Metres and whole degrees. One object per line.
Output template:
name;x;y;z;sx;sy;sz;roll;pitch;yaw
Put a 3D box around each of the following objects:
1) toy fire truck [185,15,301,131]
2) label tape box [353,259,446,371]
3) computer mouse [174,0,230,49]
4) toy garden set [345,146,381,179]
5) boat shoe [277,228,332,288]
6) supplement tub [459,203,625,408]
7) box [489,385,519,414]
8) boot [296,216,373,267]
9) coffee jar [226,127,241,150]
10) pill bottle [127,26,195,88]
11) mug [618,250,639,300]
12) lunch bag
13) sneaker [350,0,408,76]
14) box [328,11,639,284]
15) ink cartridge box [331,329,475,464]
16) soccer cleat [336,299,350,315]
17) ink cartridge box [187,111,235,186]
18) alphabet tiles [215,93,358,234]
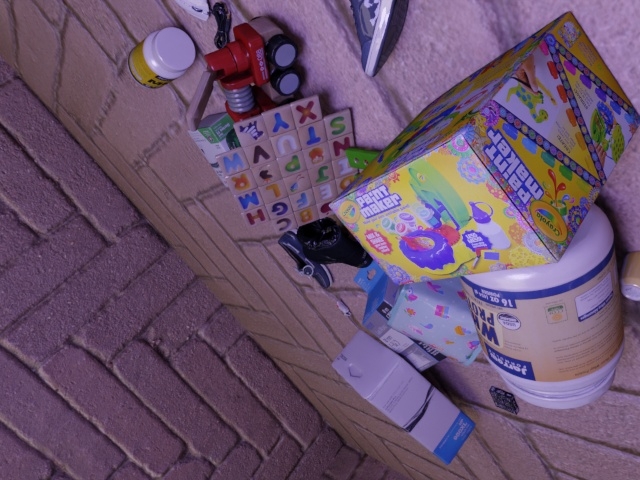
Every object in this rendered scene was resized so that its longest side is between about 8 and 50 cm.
toy fire truck;-0.161;-0.285;0.890;0.158;0.246;0.217;53;162;32
label tape box;0.219;0.211;1.295;0.333;0.106;0.241;39;153;10
computer mouse;-0.276;-0.516;0.987;0.193;0.042;0.106;42;155;4
toy garden set;0.175;-0.091;0.974;0.203;0.049;0.244;21;145;42
boat shoe;-0.049;0.074;1.506;0.095;0.079;0.254;6;135;52
supplement tub;0.367;0.103;0.754;0.228;0.228;0.316;10;134;49
box;0.537;0.468;1.321;0.067;0.018;0.083;10;138;50
boot;0.000;0.000;1.221;0.246;0.094;0.207;11;166;40
coffee jar;-0.163;-0.254;1.178;0.184;0.079;0.096;11;140;48
pill bottle;-0.411;-0.469;1.164;0.208;0.119;0.119;7;137;52
mug;0.497;0.054;0.704;0.062;0.064;0.078;10;138;50
lunch bag;0.280;0.171;1.050;0.223;0.160;0.262;23;145;12
sneaker;0.047;-0.372;0.671;0.163;0.086;0.226;24;140;14
box;0.211;-0.105;0.631;0.177;0.279;0.290;49;154;-10
ink cartridge box;0.263;0.500;1.470;0.395;0.166;0.285;44;170;-22
soccer cleat;0.084;0.244;1.633;0.035;0.029;0.083;8;141;38
ink cartridge box;-0.268;-0.258;1.313;0.153;0.087;0.208;10;140;50
alphabet tiles;-0.056;-0.146;0.982;0.343;0.285;0.011;75;173;-52
